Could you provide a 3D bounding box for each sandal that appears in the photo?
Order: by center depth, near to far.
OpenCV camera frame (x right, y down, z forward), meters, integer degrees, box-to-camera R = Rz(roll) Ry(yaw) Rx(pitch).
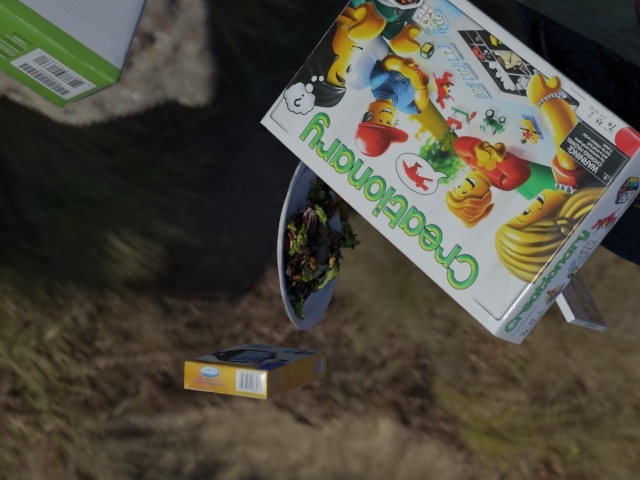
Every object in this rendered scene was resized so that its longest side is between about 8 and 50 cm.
[{"bbox_3d":[0.259,-0.141,1.621,0.168,0.107,0.445,-20,116,12],"label":"sandal"}]

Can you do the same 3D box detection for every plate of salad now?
[{"bbox_3d":[0.000,0.000,1.996,0.200,0.048,0.199,6,90,-71],"label":"plate of salad"}]

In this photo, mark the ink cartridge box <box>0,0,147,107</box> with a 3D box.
[{"bbox_3d":[-0.255,-0.288,1.756,0.189,0.097,0.255,34,57,-32],"label":"ink cartridge box"}]

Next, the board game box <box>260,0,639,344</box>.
[{"bbox_3d":[0.109,-0.084,1.491,0.193,0.305,0.053,-54,148,10],"label":"board game box"}]

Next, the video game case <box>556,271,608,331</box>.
[{"bbox_3d":[0.288,0.060,2.090,0.011,0.087,0.122,-33,159,20],"label":"video game case"}]

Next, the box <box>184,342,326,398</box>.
[{"bbox_3d":[-0.052,0.112,1.602,0.136,0.081,0.028,-16,109,-64],"label":"box"}]
